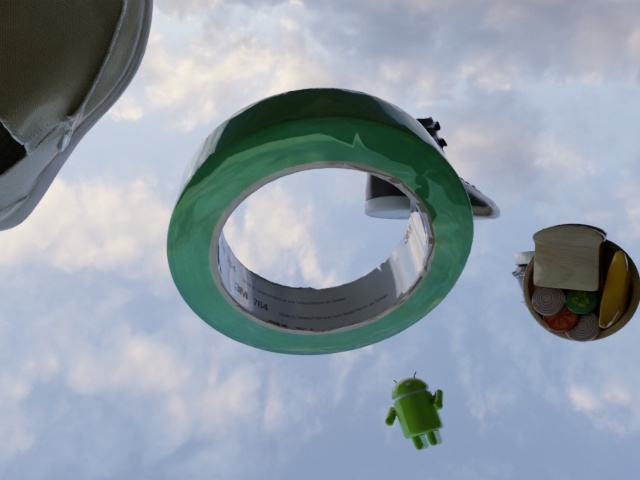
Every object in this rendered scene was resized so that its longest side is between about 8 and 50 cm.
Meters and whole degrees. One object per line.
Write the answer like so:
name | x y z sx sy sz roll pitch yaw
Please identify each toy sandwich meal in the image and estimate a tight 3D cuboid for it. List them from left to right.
toy sandwich meal | 0.178 0.029 0.311 0.029 0.085 0.085 13 -132 -39

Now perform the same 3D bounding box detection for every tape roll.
tape roll | 0.000 0.000 0.495 0.322 0.321 0.077 -4 -140 -4

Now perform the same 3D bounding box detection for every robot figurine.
robot figurine | 0.156 0.276 0.720 0.101 0.067 0.115 -29 -121 22

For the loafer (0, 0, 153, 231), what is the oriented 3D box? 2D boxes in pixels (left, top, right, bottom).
loafer | -0.209 -0.110 0.310 0.102 0.092 0.268 31 -77 -12

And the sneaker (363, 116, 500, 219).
sneaker | 0.179 -0.102 0.665 0.296 0.105 0.146 3 -97 -41

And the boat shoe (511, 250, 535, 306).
boat shoe | 0.449 0.087 0.810 0.117 0.325 0.096 -8 -106 43
